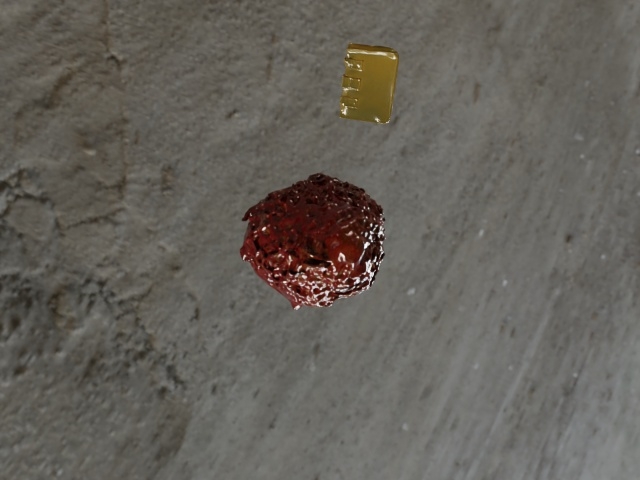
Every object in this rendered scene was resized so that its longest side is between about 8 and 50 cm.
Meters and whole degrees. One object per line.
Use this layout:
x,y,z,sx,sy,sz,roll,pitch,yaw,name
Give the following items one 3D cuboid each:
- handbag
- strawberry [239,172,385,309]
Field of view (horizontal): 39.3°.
0.053,-0.172,0.988,0.027,0.061,0.083,-76,175,-66,handbag
0.000,0.000,1.145,0.184,0.187,0.201,-57,-168,-5,strawberry
